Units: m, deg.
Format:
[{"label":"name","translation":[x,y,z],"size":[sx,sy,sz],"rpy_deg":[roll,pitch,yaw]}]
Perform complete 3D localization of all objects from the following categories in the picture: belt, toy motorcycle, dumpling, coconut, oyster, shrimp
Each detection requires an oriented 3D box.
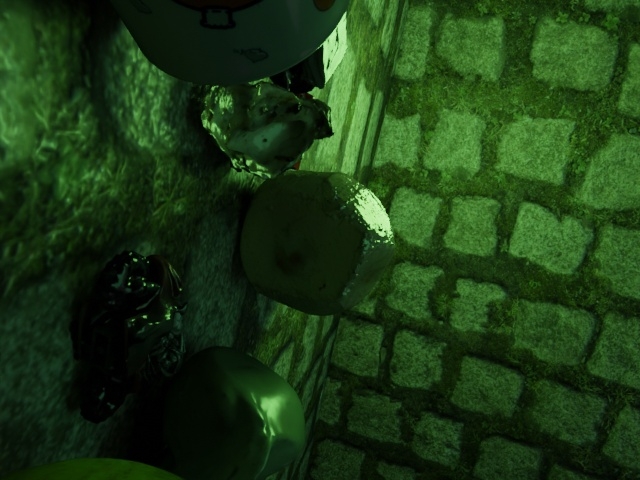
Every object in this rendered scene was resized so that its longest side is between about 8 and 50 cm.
[{"label":"belt","translation":[-0.035,-0.334,0.652],"size":[0.231,0.139,0.126],"rpy_deg":[94,14,-60]},{"label":"toy motorcycle","translation":[-0.214,0.102,0.491],"size":[0.118,0.084,0.213],"rpy_deg":[-47,157,-68]},{"label":"dumpling","translation":[-0.158,0.269,0.676],"size":[0.321,0.269,0.212],"rpy_deg":[63,22,-65]},{"label":"coconut","translation":[0.000,0.000,0.869],"size":[0.254,0.297,0.298],"rpy_deg":[-15,119,-63]},{"label":"oyster","translation":[-0.089,-0.189,0.677],"size":[0.166,0.094,0.294],"rpy_deg":[-56,156,11]},{"label":"shrimp","translation":[-0.217,0.157,0.599],"size":[0.065,0.056,0.165],"rpy_deg":[-148,-114,-68]}]

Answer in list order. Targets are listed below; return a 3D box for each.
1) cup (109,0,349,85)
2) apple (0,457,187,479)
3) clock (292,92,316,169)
[{"label":"cup","translation":[-0.098,-0.290,0.265],"size":[0.317,0.212,0.213],"rpy_deg":[70,36,-66]},{"label":"apple","translation":[-0.188,0.327,0.282],"size":[0.339,0.339,0.340],"rpy_deg":[14,90,-78]},{"label":"clock","translation":[-0.052,-0.228,0.897],"size":[0.113,0.061,0.155],"rpy_deg":[-3,109,-78]}]
